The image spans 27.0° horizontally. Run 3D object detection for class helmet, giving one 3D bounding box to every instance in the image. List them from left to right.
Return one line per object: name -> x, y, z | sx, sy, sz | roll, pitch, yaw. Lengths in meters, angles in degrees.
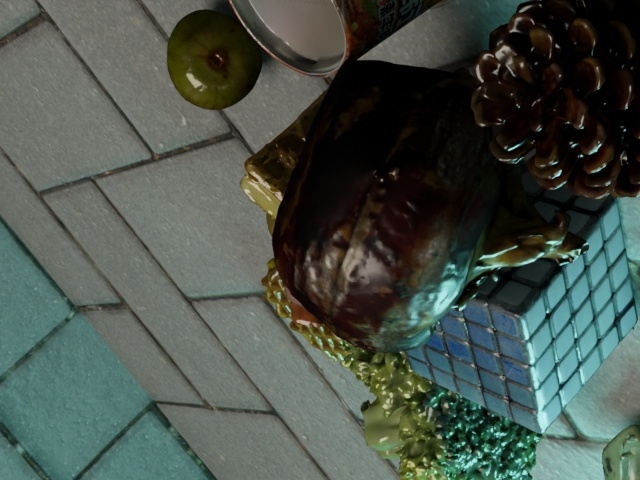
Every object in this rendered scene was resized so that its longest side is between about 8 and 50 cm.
helmet -> 0.506, 0.355, 1.885 | 0.257, 0.137, 0.204 | 121, 141, -80

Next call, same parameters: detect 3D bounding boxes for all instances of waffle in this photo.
waffle -> -0.004, 0.121, 2.380 | 0.253, 0.056, 0.249 | 44, 154, 6
waffle -> 0.057, -0.048, 1.871 | 0.308, 0.213, 0.091 | 44, 151, 7

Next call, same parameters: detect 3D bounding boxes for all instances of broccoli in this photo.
broccoli -> 0.186, 0.251, 1.987 | 0.281, 0.293, 0.348 | -21, 76, 43

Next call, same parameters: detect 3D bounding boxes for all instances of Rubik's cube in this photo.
Rubik's cube -> 0.243, 0.062, 1.726 | 0.237, 0.238, 0.237 | 20, 145, 39

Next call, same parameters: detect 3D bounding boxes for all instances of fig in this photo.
fig -> -0.156, -0.264, 1.982 | 0.142, 0.148, 0.186 | 29, -169, 3

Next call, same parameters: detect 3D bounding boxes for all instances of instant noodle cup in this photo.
instant noodle cup -> 0.017, -0.324, 1.550 | 0.250, 0.192, 0.250 | 34, 151, 22

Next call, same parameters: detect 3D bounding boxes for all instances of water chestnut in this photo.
water chestnut -> 0.124, -0.030, 1.488 | 0.347, 0.335, 0.335 | 22, 150, 7

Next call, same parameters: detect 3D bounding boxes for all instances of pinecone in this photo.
pinecone -> 0.267, -0.156, 1.338 | 0.246, 0.292, 0.246 | 11, 106, 44

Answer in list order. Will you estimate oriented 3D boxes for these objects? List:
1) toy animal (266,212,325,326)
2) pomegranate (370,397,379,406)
toy animal -> -0.001, -0.004, 2.092 | 0.281, 0.195, 0.169 | 73, -177, -50
pomegranate -> 0.150, 0.227, 2.221 | 0.143, 0.122, 0.169 | 32, 116, 37
